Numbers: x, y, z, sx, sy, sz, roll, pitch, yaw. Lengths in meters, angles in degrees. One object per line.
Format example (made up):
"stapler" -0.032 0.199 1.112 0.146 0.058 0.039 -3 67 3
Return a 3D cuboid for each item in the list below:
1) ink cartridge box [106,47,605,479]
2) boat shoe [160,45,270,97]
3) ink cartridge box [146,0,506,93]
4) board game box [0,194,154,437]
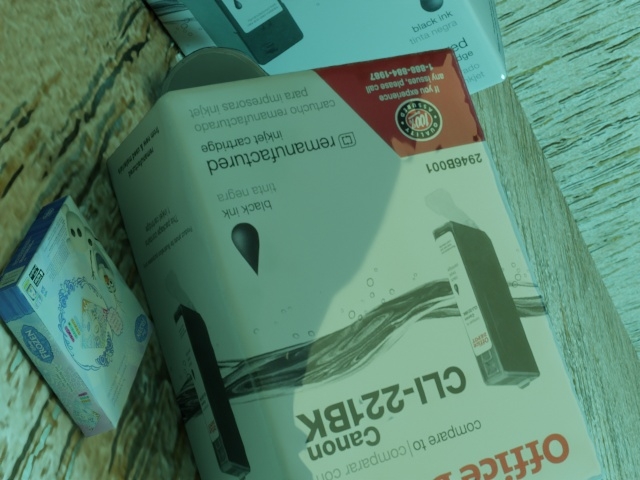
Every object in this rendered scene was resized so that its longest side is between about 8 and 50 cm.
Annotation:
"ink cartridge box" 0.017 0.045 0.715 0.197 0.114 0.273 -14 81 -29
"boat shoe" -0.004 0.002 0.870 0.306 0.113 0.105 53 12 0
"ink cartridge box" -0.018 -0.215 0.906 0.289 0.211 0.121 53 25 -38
"board game box" -0.122 0.037 0.623 0.090 0.020 0.090 60 19 -24
